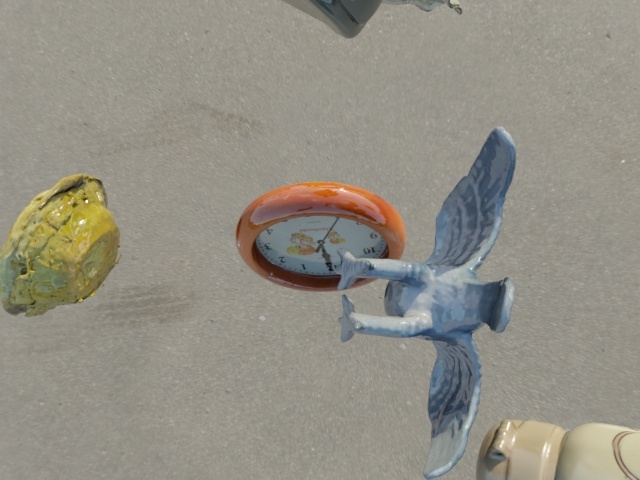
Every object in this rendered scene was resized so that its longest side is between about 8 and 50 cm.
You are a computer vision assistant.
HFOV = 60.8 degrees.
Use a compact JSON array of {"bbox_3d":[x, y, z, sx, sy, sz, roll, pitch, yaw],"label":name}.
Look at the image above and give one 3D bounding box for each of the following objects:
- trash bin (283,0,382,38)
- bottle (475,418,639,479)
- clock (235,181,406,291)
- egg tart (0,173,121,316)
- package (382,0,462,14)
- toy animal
[{"bbox_3d":[-0.027,-0.338,0.641,0.101,0.177,0.236,-56,45,11],"label":"trash bin"},{"bbox_3d":[0.214,0.180,0.366,0.209,0.097,0.110,0,125,38],"label":"bottle"},{"bbox_3d":[0.000,0.000,0.658,0.205,0.205,0.051,-1,56,5],"label":"clock"},{"bbox_3d":[-0.451,0.022,0.988,0.116,0.295,0.294,27,87,5],"label":"egg tart"},{"bbox_3d":[0.155,-0.477,1.028,0.232,0.166,0.040,23,100,28],"label":"package"},{"bbox_3d":[0.098,0.041,0.427,0.176,0.255,0.239,5,89,-21],"label":"toy animal"}]
